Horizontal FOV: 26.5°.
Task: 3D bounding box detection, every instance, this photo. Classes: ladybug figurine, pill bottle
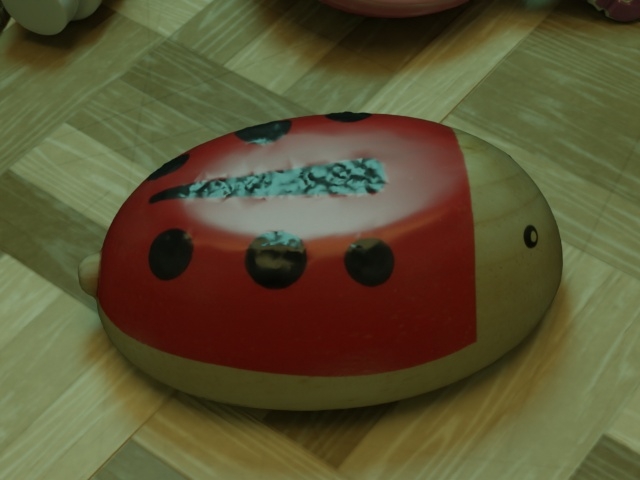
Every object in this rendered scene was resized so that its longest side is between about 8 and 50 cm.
[{"bbox_3d":[0.000,0.000,1.239,0.449,0.162,0.305,-8,50,-3],"label":"ladybug figurine"},{"bbox_3d":[-0.282,-0.337,1.572,0.117,0.117,0.215,14,53,15],"label":"pill bottle"}]

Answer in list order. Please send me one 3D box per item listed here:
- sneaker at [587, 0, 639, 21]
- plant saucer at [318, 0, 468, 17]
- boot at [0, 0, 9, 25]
[{"bbox_3d":[0.275,-0.338,1.519,0.236,0.095,0.105,28,35,-17],"label":"sneaker"},{"bbox_3d":[0.064,-0.378,1.569,0.332,0.084,0.332,5,59,-8],"label":"plant saucer"},{"bbox_3d":[-0.463,-0.315,1.603,0.206,0.090,0.248,-2,48,14],"label":"boot"}]
